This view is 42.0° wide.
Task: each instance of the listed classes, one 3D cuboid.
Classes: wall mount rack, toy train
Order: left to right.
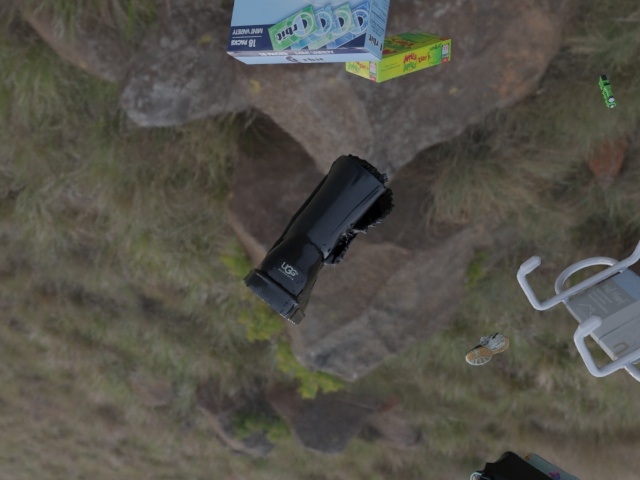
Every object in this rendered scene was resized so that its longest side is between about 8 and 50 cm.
[{"bbox_3d":[0.542,-0.283,1.573,0.017,0.083,0.024,-8,136,9],"label":"toy train"},{"bbox_3d":[0.461,0.042,1.184,0.304,0.350,0.130,-30,114,3],"label":"wall mount rack"}]

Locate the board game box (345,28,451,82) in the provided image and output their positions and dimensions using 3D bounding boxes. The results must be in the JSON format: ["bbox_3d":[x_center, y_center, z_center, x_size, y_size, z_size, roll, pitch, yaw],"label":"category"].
[{"bbox_3d":[0.145,-0.344,1.543,0.092,0.181,0.043,32,134,43],"label":"board game box"}]

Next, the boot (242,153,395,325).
[{"bbox_3d":[0.000,0.000,1.039,0.094,0.207,0.246,40,174,2],"label":"boot"}]

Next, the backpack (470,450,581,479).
[{"bbox_3d":[0.318,0.423,1.236,0.144,0.188,0.166,-17,-160,-30],"label":"backpack"}]

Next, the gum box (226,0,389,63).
[{"bbox_3d":[-0.005,-0.266,0.806,0.157,0.184,0.041,6,175,30],"label":"gum box"}]

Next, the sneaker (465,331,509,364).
[{"bbox_3d":[0.276,0.181,1.403,0.037,0.083,0.032,35,144,59],"label":"sneaker"}]
